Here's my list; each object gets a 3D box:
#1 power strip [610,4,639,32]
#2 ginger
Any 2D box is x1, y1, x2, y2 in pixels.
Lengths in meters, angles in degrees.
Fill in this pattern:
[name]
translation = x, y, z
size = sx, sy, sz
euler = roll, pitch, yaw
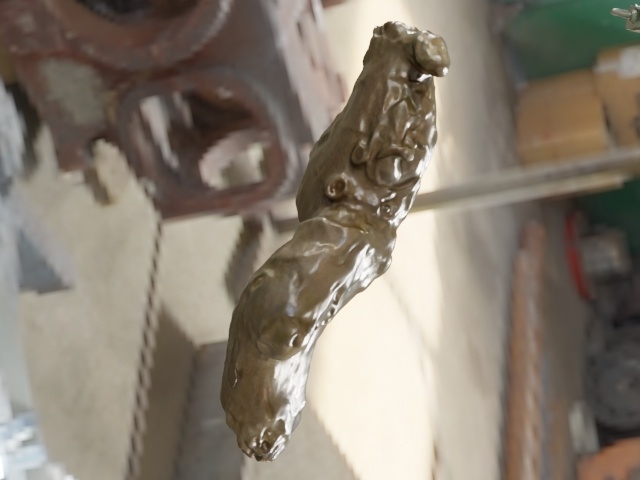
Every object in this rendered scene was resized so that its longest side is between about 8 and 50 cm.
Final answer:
[power strip]
translation = 0.268, -0.147, 1.274
size = 0.051, 0.136, 0.019
euler = -123, -137, -78
[ginger]
translation = 0.001, -0.002, 1.129
size = 0.084, 0.122, 0.290
euler = 24, 89, -26
